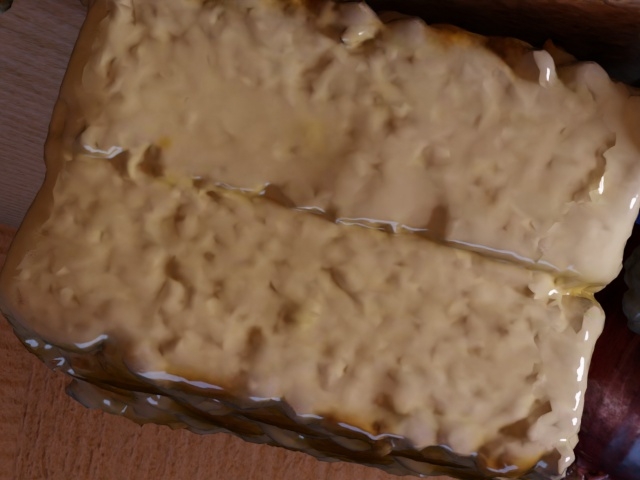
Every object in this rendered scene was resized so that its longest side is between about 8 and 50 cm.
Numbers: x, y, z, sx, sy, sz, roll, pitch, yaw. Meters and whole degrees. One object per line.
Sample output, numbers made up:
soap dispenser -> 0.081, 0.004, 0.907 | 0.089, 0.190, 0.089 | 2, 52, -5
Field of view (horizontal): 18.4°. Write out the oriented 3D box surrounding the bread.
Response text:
bread -> 0.000, 0.000, 1.293 | 0.371, 0.279, 0.390 | 13, 172, 0

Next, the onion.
onion -> 0.342, 0.107, 2.049 | 0.341, 0.341, 0.341 | 9, 176, 1

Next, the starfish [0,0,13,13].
starfish -> -0.295, -0.166, 1.322 | 0.176, 0.053, 0.208 | 9, 179, -8

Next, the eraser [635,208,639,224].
eraser -> 0.278, -0.056, 1.249 | 0.155, 0.102, 0.332 | 11, 175, -1

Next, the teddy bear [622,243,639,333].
teddy bear -> 0.467, 0.088, 1.725 | 0.367, 0.224, 0.357 | 3, 136, 21
